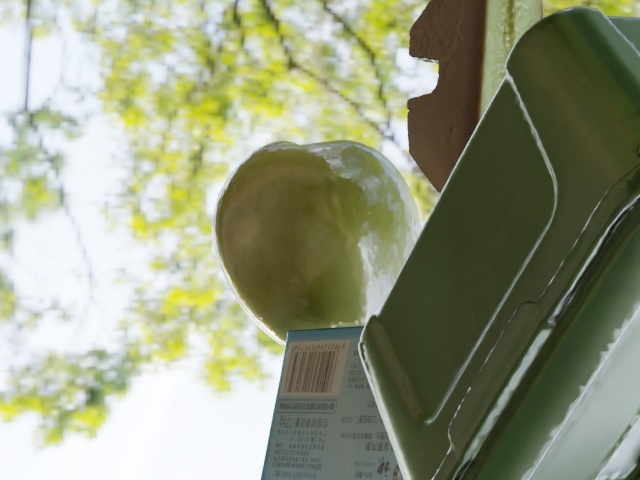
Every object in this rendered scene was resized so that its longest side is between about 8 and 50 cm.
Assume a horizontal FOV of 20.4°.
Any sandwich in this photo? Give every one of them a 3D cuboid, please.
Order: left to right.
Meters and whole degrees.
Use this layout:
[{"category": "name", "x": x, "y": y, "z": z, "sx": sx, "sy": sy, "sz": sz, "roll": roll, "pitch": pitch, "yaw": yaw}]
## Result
[{"category": "sandwich", "x": 0.123, "y": -0.118, "z": 1.428, "sx": 0.088, "sy": 0.090, "sz": 0.244, "roll": -1, "pitch": -96, "yaw": 45}]

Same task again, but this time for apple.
[{"category": "apple", "x": 0.000, "y": 0.000, "z": 1.581, "sx": 0.200, "sy": 0.200, "sz": 0.200, "roll": 0, "pitch": -89, "yaw": 40}]

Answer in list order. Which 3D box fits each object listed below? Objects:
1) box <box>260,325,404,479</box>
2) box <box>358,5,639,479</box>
[{"category": "box", "x": 0.052, "y": 0.145, "z": 1.401, "sx": 0.232, "sy": 0.083, "sz": 0.143, "roll": -7, "pitch": -112, "yaw": 55}, {"category": "box", "x": 0.173, "y": 0.031, "z": 0.996, "sx": 0.178, "sy": 0.252, "sz": 0.329, "roll": 61, "pitch": -42, "yaw": 39}]
